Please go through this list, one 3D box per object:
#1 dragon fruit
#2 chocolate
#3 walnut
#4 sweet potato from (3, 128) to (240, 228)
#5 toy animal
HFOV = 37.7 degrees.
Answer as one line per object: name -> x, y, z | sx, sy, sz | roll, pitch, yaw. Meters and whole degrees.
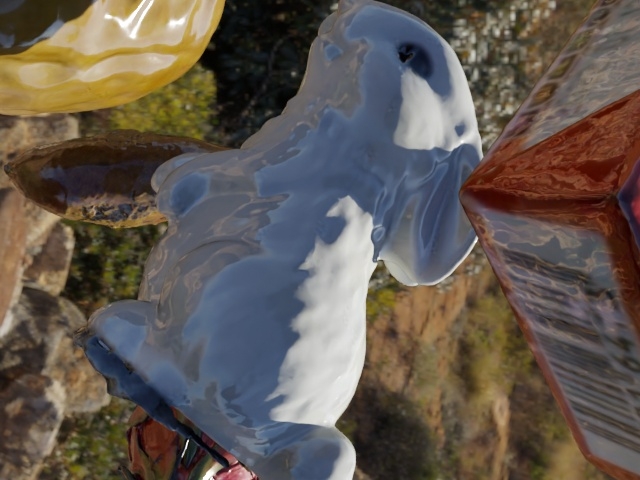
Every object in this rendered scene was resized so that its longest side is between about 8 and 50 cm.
dragon fruit -> -0.176, 0.312, 1.364 | 0.293, 0.234, 0.234 | -96, 169, -60
chocolate -> 0.195, -0.011, 0.489 | 0.235, 0.108, 0.237 | -52, 125, -28
walnut -> -0.235, -0.282, 0.799 | 0.398, 0.308, 0.354 | -20, 132, -49
sweet potato -> -0.144, -0.067, 1.027 | 0.385, 0.109, 0.109 | -1, 99, -10
toy animal -> 0.000, 0.000, 0.708 | 0.357, 0.258, 0.194 | -49, 178, -7
